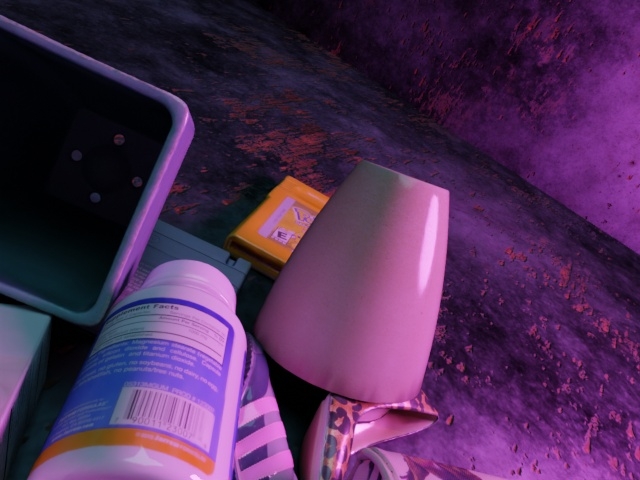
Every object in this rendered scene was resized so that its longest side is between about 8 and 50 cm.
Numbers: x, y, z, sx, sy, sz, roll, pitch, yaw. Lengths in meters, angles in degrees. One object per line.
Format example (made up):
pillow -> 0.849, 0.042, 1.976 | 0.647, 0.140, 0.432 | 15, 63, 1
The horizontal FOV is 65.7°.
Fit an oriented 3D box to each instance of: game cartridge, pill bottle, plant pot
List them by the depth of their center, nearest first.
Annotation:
pill bottle -> -0.151, 0.139, 0.476 | 0.153, 0.152, 0.272 | 20, 28, -15
plant pot -> -0.294, -0.084, 0.590 | 0.248, 0.247, 0.252 | 24, 5, -7
game cartridge -> -0.294, 0.034, 0.696 | 0.355, 0.068, 0.230 | 26, 35, -4
plant pot -> 0.067, 0.036, 0.697 | 0.257, 0.273, 0.256 | 18, 11, -4
game cartridge -> 0.000, 0.000, 0.984 | 0.286, 0.052, 0.323 | 29, 32, 0

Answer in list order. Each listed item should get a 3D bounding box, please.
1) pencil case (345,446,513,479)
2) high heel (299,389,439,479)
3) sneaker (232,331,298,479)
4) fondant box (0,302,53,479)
pencil case -> 0.203, 0.340, 0.495 | 0.411, 0.160, 0.183 | 19, 68, -17
high heel -> 0.076, 0.256, 0.626 | 0.186, 0.093, 0.261 | 24, 25, -3
sneaker -> -0.079, 0.241, 0.546 | 0.131, 0.112, 0.319 | 47, 17, -27
fondant box -> -0.348, 0.143, 0.334 | 0.239, 0.096, 0.330 | 9, 14, -20
